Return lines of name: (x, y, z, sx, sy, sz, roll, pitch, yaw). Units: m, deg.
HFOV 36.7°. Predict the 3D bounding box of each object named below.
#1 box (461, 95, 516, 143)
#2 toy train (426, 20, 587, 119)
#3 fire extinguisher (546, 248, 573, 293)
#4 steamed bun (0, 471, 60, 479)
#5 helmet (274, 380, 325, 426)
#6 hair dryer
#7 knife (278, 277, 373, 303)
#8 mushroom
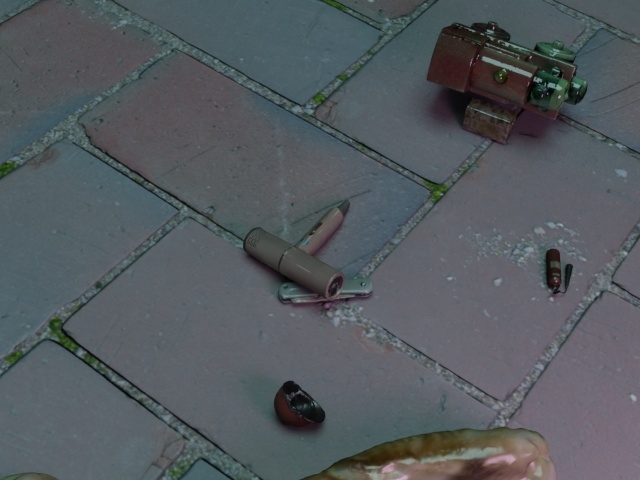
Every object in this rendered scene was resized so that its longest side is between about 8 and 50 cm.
box: (0.331, -0.236, 1.899, 0.098, 0.062, 0.045, 24, 52, 14)
toy train: (0.363, -0.330, 1.883, 0.305, 0.150, 0.221, 23, 25, 16)
fire extinguisher: (0.417, 0.062, 1.685, 0.046, 0.032, 0.100, 29, 45, -24)
steamed bun: (-0.380, 0.391, 1.268, 0.211, 0.144, 0.218, -31, 48, -29)
helmet: (-0.039, 0.259, 1.471, 0.084, 0.049, 0.065, 44, 21, 0)
hair dryer: (0.011, 0.004, 1.681, 0.195, 0.053, 0.220, 29, 44, 33)
knife: (0.009, 0.086, 1.634, 0.162, 0.023, 0.044, -3, 43, -6)
mushroom: (0.136, 0.388, 1.306, 0.314, 0.224, 0.397, 9, 27, 39)
